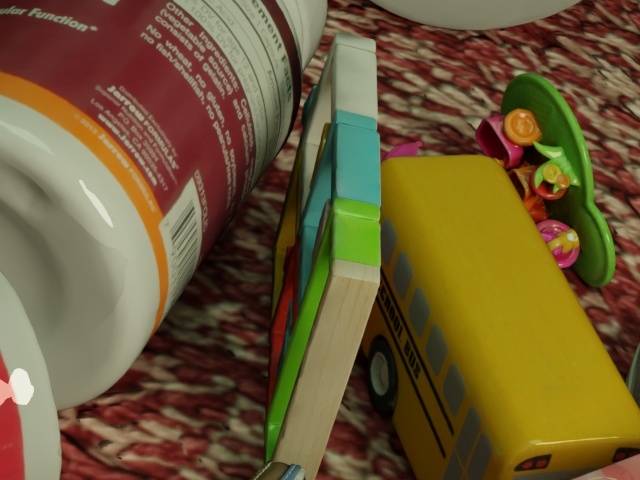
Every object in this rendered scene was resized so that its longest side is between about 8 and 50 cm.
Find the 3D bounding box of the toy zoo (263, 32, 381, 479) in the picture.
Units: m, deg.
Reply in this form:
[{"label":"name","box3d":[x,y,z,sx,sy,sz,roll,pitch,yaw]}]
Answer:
[{"label":"toy zoo","box3d":[0.000,0.000,1.144,0.030,0.192,0.293,11,38,-8]}]

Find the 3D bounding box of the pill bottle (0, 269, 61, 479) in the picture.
[{"label":"pill bottle","box3d":[-0.310,0.115,0.904,0.318,0.176,0.176,-15,48,-34]}]

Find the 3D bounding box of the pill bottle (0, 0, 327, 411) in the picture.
[{"label":"pill bottle","box3d":[-0.144,-0.087,1.173,0.224,0.224,0.392,22,38,7]}]

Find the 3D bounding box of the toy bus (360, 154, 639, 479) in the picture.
[{"label":"toy bus","box3d":[0.114,0.098,1.113,0.108,0.130,0.332,-1,41,-21]}]

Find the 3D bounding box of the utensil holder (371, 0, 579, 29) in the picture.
[{"label":"utensil holder","box3d":[0.134,-0.419,1.611,0.328,0.327,0.385,11,41,-7]}]

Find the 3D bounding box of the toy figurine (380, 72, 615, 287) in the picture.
[{"label":"toy figurine","box3d":[0.109,-0.021,1.303,0.159,0.130,0.173,-18,73,-18]}]

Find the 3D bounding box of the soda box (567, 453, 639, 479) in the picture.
[{"label":"soda box","box3d":[0.247,0.151,0.974,0.263,0.083,0.092,-16,42,-28]}]

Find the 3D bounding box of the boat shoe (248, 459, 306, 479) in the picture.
[{"label":"boat shoe","box3d":[-0.071,0.177,1.002,0.066,0.066,0.183,26,39,15]}]

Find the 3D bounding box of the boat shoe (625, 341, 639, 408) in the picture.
[{"label":"boat shoe","box3d":[0.262,0.147,1.127,0.118,0.103,0.320,14,39,-3]}]
